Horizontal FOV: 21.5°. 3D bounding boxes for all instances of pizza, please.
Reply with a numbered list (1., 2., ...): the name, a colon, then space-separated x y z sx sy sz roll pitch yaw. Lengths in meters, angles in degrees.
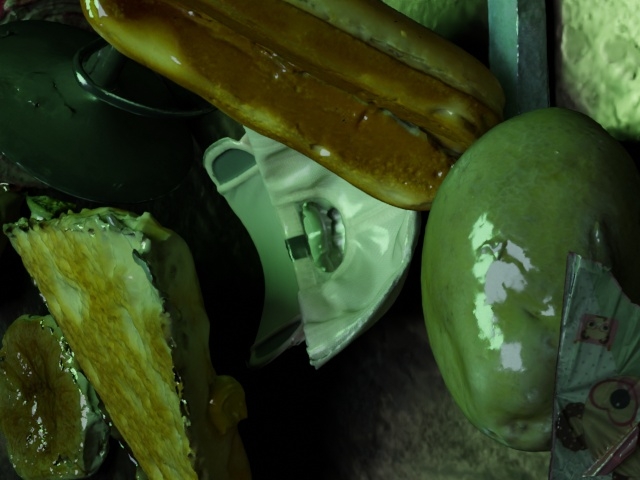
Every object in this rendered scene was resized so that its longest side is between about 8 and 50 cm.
1. pizza: -0.158 0.101 1.459 0.392 0.080 0.435 38 148 48

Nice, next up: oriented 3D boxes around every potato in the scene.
1. potato: 0.144 0.025 1.126 0.160 0.178 0.235 -1 64 11

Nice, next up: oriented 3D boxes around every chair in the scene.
1. chair: -0.123 -0.242 1.377 0.226 0.226 0.401 58 132 28

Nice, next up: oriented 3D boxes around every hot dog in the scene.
1. hot dog: -0.026 -0.144 1.215 0.337 0.100 0.135 28 128 1

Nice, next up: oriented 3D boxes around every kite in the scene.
1. kite: 0.233 0.080 1.043 0.250 0.229 0.012 -42 18 6

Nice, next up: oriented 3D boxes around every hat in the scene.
1. hat: 0.000 0.000 1.370 0.226 0.164 0.219 89 168 -80

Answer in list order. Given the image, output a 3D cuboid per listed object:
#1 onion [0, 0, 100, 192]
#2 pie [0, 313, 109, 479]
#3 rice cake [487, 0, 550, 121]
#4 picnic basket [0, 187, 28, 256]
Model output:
1. onion: -0.335 -0.167 1.640 0.207 0.206 0.216 24 111 46
2. pie: -0.277 0.159 1.726 0.195 0.046 0.195 4 95 49
3. rice cake: 0.143 -0.153 1.216 0.043 0.034 0.211 5 98 58
4. picnic basket: -0.510 0.034 1.735 0.293 0.337 0.337 2 95 53
